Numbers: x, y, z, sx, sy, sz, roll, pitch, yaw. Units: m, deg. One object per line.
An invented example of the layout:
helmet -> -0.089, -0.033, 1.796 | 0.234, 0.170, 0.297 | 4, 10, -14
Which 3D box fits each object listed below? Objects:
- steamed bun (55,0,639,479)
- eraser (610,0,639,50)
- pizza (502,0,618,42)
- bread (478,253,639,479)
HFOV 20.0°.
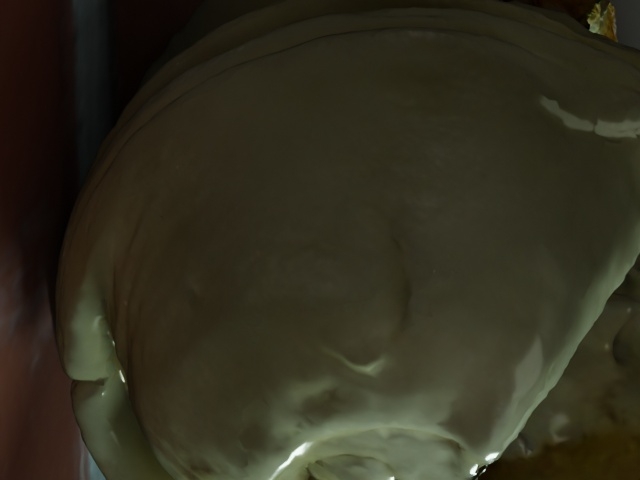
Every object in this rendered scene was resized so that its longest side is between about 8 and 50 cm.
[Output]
steamed bun -> 0.001, -0.002, 0.712 | 0.276, 0.203, 0.289 | -54, 175, 31
eraser -> 0.272, -0.080, 1.705 | 0.359, 0.122, 0.272 | 16, 88, -74
pizza -> 0.176, -0.097, 1.398 | 0.289, 0.081, 0.229 | 6, 93, -60
bread -> 0.170, 0.056, 1.129 | 0.394, 0.361, 0.250 | -21, 110, -77
